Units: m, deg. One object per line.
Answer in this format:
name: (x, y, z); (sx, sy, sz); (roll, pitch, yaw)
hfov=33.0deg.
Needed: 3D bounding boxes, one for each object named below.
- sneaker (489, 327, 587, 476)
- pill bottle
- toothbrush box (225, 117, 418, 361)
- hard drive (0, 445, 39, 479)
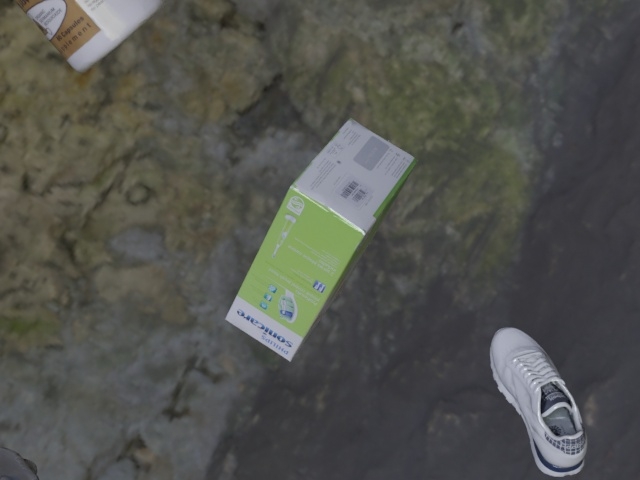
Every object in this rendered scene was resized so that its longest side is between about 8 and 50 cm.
sneaker: (0.302, 0.202, 1.477); (0.095, 0.090, 0.235); (80, 169, -50)
pill bottle: (-0.286, -0.307, 1.165); (0.131, 0.229, 0.131); (-37, 15, 12)
toothbrush box: (0.000, 0.000, 1.536); (0.206, 0.122, 0.283); (-52, -6, -49)
hard drive: (-0.268, 0.215, 0.605); (0.064, 0.237, 0.339); (-50, 30, 15)
